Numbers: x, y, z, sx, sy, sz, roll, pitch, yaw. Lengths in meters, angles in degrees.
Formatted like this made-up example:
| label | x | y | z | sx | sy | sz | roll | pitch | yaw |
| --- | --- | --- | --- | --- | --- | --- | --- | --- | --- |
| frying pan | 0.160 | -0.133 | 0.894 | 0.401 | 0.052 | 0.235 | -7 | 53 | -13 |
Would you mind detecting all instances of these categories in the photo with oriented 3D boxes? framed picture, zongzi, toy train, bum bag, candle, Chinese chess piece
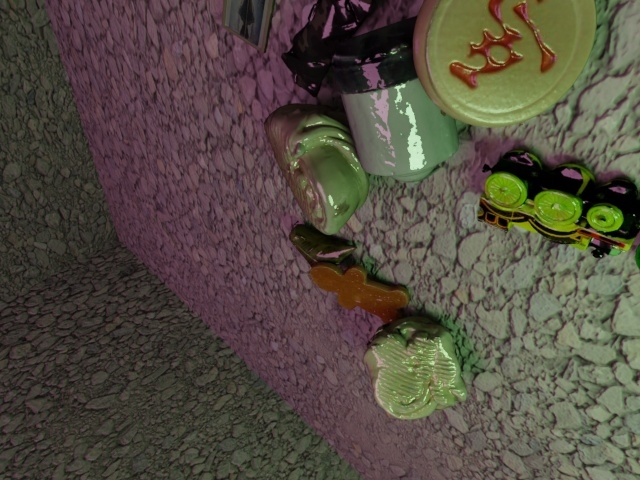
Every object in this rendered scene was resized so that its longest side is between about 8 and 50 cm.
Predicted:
| label | x | y | z | sx | sy | sz | roll | pitch | yaw |
| --- | --- | --- | --- | --- | --- | --- | --- | --- | --- |
| framed picture | -0.187 | -0.604 | 1.201 | 0.150 | 0.015 | 0.203 | 36 | 145 | 7 |
| zongzi | -0.001 | -0.003 | 1.487 | 0.205 | 0.094 | 0.204 | 50 | 142 | 3 |
| toy train | 0.445 | -0.063 | 0.884 | 0.296 | 0.100 | 0.161 | 27 | 147 | 32 |
| bum bag | 0.016 | -0.466 | 1.034 | 0.144 | 0.095 | 0.340 | 56 | 142 | 8 |
| candle | 0.160 | -0.254 | 0.938 | 0.221 | 0.221 | 0.343 | 11 | 128 | 46 |
| Chinese chess piece | 0.280 | -0.311 | 0.729 | 0.273 | 0.102 | 0.273 | 2 | 117 | 4 |

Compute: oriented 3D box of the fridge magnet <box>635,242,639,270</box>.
| label | x | y | z | sx | sy | sz | roll | pitch | yaw |
| --- | --- | --- | --- | --- | --- | --- | --- | --- | --- |
| fridge magnet | 0.627 | 0.051 | 0.757 | 0.208 | 0.088 | 0.208 | 32 | 159 | 14 |

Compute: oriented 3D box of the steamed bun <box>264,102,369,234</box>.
| label | x | y | z | sx | sy | sz | roll | pitch | yaw |
| --- | --- | --- | --- | --- | --- | --- | --- | --- | --- |
| steamed bun | 0.017 | -0.200 | 1.139 | 0.310 | 0.219 | 0.324 | 66 | 170 | -15 |

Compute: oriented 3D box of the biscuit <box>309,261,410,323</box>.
| label | x | y | z | sx | sy | sz | roll | pitch | yaw |
| --- | --- | --- | --- | --- | --- | --- | --- | --- | --- |
| biscuit | 0.118 | 0.148 | 1.457 | 0.323 | 0.049 | 0.205 | 19 | 138 | 10 |

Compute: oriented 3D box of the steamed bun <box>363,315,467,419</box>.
| label | x | y | z | sx | sy | sz | roll | pitch | yaw |
| --- | --- | --- | --- | --- | --- | --- | --- | --- | --- |
| steamed bun | 0.277 | 0.364 | 1.379 | 0.267 | 0.207 | 0.280 | -19 | 87 | 17 |
